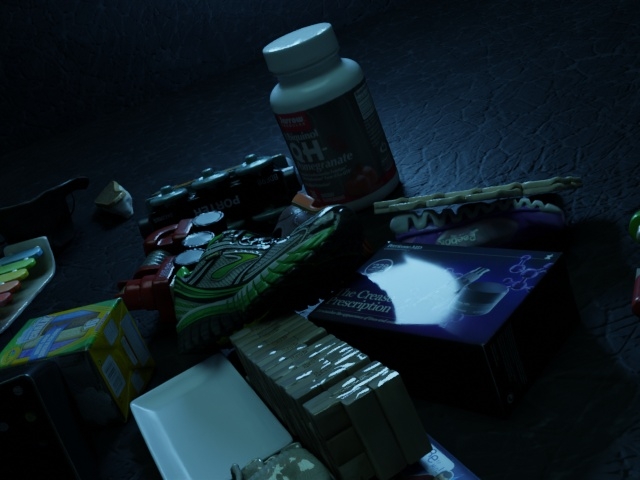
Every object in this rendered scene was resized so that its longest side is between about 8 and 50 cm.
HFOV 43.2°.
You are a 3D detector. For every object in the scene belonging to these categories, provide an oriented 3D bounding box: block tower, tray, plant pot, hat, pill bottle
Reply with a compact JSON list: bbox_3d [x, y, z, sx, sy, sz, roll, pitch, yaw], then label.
[{"bbox_3d":[-0.008,0.160,0.899,0.091,0.097,0.335,-28,14,-17],"label":"block tower"},{"bbox_3d":[-0.140,0.231,0.997,0.145,0.030,0.270,-29,25,-15],"label":"tray"},{"bbox_3d":[-0.380,0.248,0.995,0.188,0.187,0.167,-21,12,2],"label":"plant pot"},{"bbox_3d":[-0.655,-0.030,1.860,0.331,0.134,0.331,-21,5,2],"label":"hat"},{"bbox_3d":[0.014,-0.219,1.466,0.176,0.319,0.176,-19,24,9],"label":"pill bottle"}]

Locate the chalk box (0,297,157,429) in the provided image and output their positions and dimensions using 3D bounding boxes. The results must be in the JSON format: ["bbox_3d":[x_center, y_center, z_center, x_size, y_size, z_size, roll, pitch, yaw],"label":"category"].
[{"bbox_3d":[-0.370,0.188,1.158,0.213,0.132,0.132,-12,26,17],"label":"chalk box"}]

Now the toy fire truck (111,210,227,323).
[{"bbox_3d":[-0.274,0.073,1.337,0.246,0.159,0.217,-7,26,8],"label":"toy fire truck"}]

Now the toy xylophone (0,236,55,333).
[{"bbox_3d":[-0.679,0.114,1.638,0.236,0.081,0.323,-17,24,11],"label":"toy xylophone"}]

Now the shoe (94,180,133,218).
[{"bbox_3d":[-0.502,-0.094,1.977,0.076,0.058,0.219,-47,24,-7],"label":"shoe"}]

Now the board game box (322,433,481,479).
[{"bbox_3d":[0.079,0.252,0.761,0.136,0.035,0.201,-28,25,-15],"label":"board game box"}]

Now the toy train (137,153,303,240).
[{"bbox_3d":[-0.194,-0.083,1.594,0.333,0.142,0.190,-19,14,4],"label":"toy train"}]

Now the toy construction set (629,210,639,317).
[{"bbox_3d":[0.477,-0.023,0.844,0.308,0.257,0.237,-22,4,26],"label":"toy construction set"}]

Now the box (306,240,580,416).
[{"bbox_3d":[0.143,0.092,0.969,0.261,0.103,0.184,4,31,45],"label":"box"}]

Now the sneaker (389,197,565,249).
[{"bbox_3d":[0.216,0.005,1.107,0.236,0.105,0.095,-8,-13,15],"label":"sneaker"}]

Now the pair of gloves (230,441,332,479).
[{"bbox_3d":[-0.090,0.293,0.761,0.240,0.042,0.204,-31,27,0],"label":"pair of gloves"}]

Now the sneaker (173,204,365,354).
[{"bbox_3d":[-0.090,0.035,1.079,0.343,0.146,0.134,-30,-20,33],"label":"sneaker"}]

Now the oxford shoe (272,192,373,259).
[{"bbox_3d":[0.000,0.000,1.324,0.098,0.097,0.271,-46,23,-6],"label":"oxford shoe"}]

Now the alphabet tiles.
[{"bbox_3d":[0.228,-0.066,1.183,0.284,0.021,0.278,-6,2,31],"label":"alphabet tiles"}]
